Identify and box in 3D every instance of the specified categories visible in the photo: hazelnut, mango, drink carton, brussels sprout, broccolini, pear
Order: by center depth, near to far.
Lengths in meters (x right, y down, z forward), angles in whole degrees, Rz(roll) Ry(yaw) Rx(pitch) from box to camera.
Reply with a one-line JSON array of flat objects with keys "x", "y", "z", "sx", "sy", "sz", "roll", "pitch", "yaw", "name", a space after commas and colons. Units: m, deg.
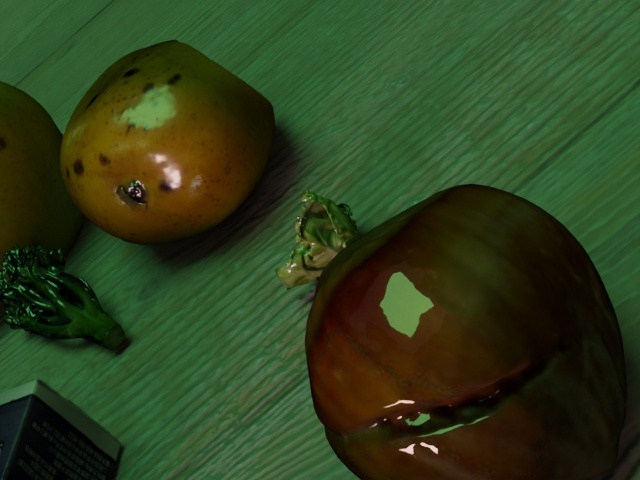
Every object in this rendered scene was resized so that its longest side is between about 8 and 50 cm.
[{"x": 0.072, "y": 0.067, "z": 0.583, "sx": 0.182, "sy": 0.182, "sz": 0.182, "roll": -27, "pitch": 35, "yaw": 21, "name": "hazelnut"}, {"x": -0.244, "y": 0.227, "z": 0.771, "sx": 0.134, "sy": 0.102, "sz": 0.222, "roll": -20, "pitch": 40, "yaw": 26, "name": "drink carton"}, {"x": 0.000, "y": 0.000, "z": 0.828, "sx": 0.085, "sy": 0.058, "sz": 0.085, "roll": -162, "pitch": 90, "yaw": -77, "name": "brussels sprout"}, {"x": -0.154, "y": -0.097, "z": 1.012, "sx": 0.191, "sy": 0.160, "sz": 0.290, "roll": -49, "pitch": 28, "yaw": 4, "name": "mango"}, {"x": -0.236, "y": 0.067, "z": 1.013, "sx": 0.202, "sy": 0.068, "sz": 0.091, "roll": 27, "pitch": 84, "yaw": 39, "name": "broccolini"}, {"x": -0.354, "y": -0.081, "z": 1.094, "sx": 0.178, "sy": 0.267, "sz": 0.267, "roll": 113, "pitch": 177, "yaw": -52, "name": "pear"}]
